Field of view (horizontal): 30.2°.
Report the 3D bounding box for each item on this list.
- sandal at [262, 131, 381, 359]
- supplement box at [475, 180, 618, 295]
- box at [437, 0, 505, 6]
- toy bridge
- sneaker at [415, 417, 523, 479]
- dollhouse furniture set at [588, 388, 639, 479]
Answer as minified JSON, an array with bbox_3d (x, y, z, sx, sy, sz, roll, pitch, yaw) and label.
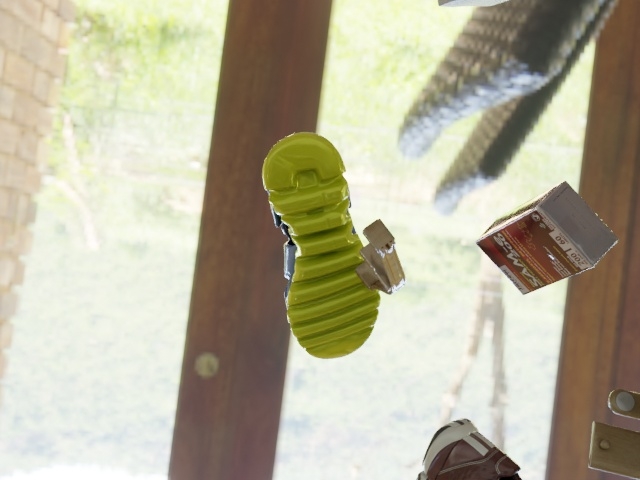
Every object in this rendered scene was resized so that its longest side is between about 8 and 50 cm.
[{"bbox_3d":[0.000,0.000,1.509,0.126,0.317,0.138,-9,-159,-4],"label":"sandal"},{"bbox_3d":[0.362,0.001,1.930,0.130,0.073,0.239,47,158,-1],"label":"supplement box"},{"bbox_3d":[0.185,-0.304,1.272,0.102,0.087,0.101,-13,-177,-44],"label":"box"},{"bbox_3d":[0.071,0.031,1.361,0.026,0.063,0.188,-35,167,-10],"label":"toy bridge"},{"bbox_3d":[0.192,0.393,1.595,0.162,0.281,0.106,31,-152,32],"label":"sneaker"},{"bbox_3d":[0.406,0.194,1.384,0.123,0.144,0.151,14,155,-6],"label":"dollhouse furniture set"}]
